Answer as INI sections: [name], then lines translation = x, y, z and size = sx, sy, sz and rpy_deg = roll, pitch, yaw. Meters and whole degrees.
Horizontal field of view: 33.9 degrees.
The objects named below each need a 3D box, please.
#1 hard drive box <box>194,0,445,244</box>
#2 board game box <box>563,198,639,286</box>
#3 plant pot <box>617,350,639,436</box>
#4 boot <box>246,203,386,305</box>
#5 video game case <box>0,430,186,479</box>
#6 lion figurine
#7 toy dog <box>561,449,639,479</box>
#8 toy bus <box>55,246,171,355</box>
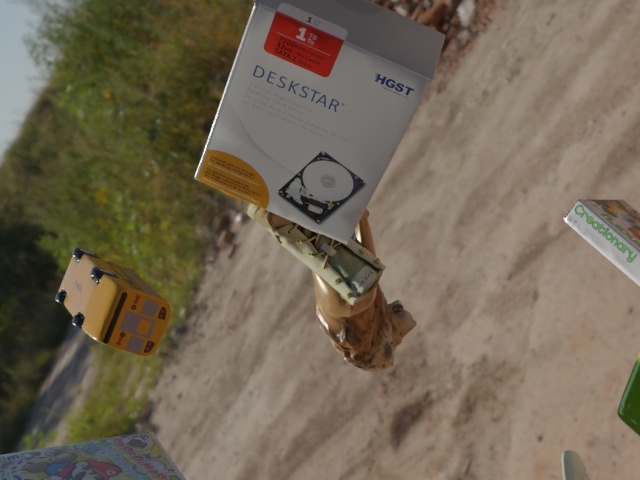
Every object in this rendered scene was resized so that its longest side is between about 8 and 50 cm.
[hard drive box]
translation = -0.006, -0.132, 1.053
size = 0.089, 0.181, 0.232
rpy_deg = -70, 4, -47
[board game box]
translation = 0.591, 0.038, 1.843
size = 0.305, 0.193, 0.053
rpy_deg = 46, 119, 28
[plant pot]
translation = 0.453, 0.128, 0.993
size = 0.207, 0.228, 0.227
rpy_deg = 50, 149, 36
[boot]
translation = 0.000, 0.000, 1.269
size = 0.077, 0.165, 0.213
rpy_deg = -46, -14, -2
[video game case]
translation = -0.261, 0.289, 1.209
size = 0.227, 0.206, 0.026
rpy_deg = -150, 59, -61
[lion figurine]
translation = 0.038, 0.060, 1.504
size = 0.392, 0.142, 0.240
rpy_deg = 40, -141, -74
[toy dog]
translation = 0.667, 0.503, 1.836
size = 0.407, 0.284, 0.395
rpy_deg = -18, 41, 22
[toy bus]
translation = -0.381, 0.103, 1.892
size = 0.332, 0.130, 0.108
rpy_deg = 25, 94, 65
